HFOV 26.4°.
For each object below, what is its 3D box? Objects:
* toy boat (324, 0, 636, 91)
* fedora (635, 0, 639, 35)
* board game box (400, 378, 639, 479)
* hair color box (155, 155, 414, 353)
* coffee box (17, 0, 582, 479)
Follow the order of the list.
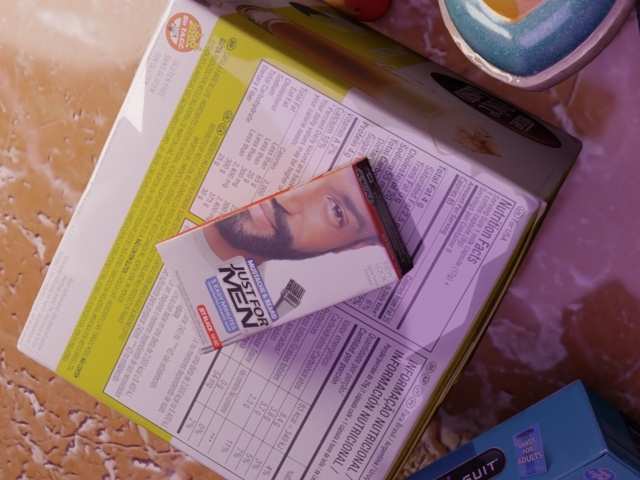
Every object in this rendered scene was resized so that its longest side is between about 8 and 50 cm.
[{"bbox_3d":[0.125,-0.255,1.190,0.318,0.148,0.268,-6,73,29],"label":"toy boat"},{"bbox_3d":[0.360,-0.221,1.136,0.124,0.244,0.276,-8,84,-10],"label":"fedora"},{"bbox_3d":[0.172,0.282,1.281,0.336,0.254,0.079,-33,47,21],"label":"board game box"},{"bbox_3d":[-0.027,0.012,1.014,0.167,0.053,0.093,-22,94,18],"label":"hair color box"},{"bbox_3d":[0.000,0.000,1.212,0.334,0.337,0.338,30,108,9],"label":"coffee box"}]
